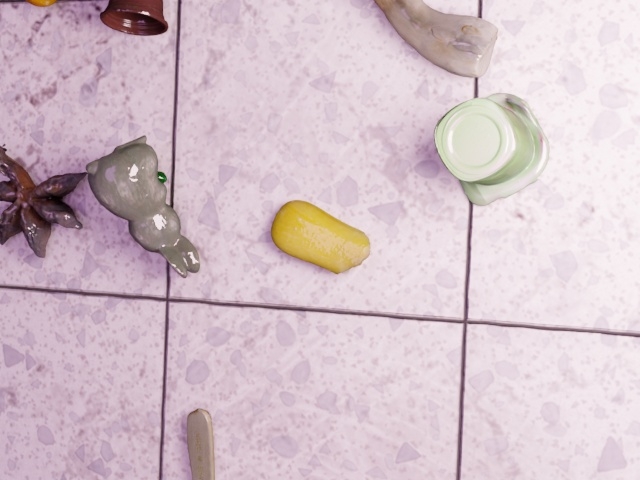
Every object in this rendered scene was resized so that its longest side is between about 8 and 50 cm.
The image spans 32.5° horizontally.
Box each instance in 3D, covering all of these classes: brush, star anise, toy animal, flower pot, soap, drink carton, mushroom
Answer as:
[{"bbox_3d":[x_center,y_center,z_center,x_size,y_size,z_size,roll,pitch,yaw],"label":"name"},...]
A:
[{"bbox_3d":[-0.187,0.441,1.782,0.086,0.020,0.336,-6,88,20],"label":"brush"},{"bbox_3d":[-0.493,-0.058,1.866,0.208,0.063,0.171,19,98,19],"label":"star anise"},{"bbox_3d":[-0.288,-0.043,1.770,0.108,0.138,0.236,-8,103,50],"label":"toy animal"},{"bbox_3d":[-0.296,-0.392,1.775,0.111,0.111,0.089,2,80,20],"label":"flower pot"},{"bbox_3d":[0.000,0.000,1.702,0.169,0.033,0.089,29,102,17],"label":"soap"},{"bbox_3d":[0.236,-0.138,1.559,0.144,0.142,0.146,-30,79,17],"label":"drink carton"},{"bbox_3d":[0.158,-0.322,1.619,0.223,0.081,0.092,38,121,18],"label":"mushroom"}]

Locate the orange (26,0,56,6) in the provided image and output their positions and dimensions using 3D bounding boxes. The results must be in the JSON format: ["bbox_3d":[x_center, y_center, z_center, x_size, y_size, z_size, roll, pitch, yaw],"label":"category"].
[{"bbox_3d":[-0.475,-0.433,1.846,0.070,0.083,0.083,-38,78,1],"label":"orange"}]
